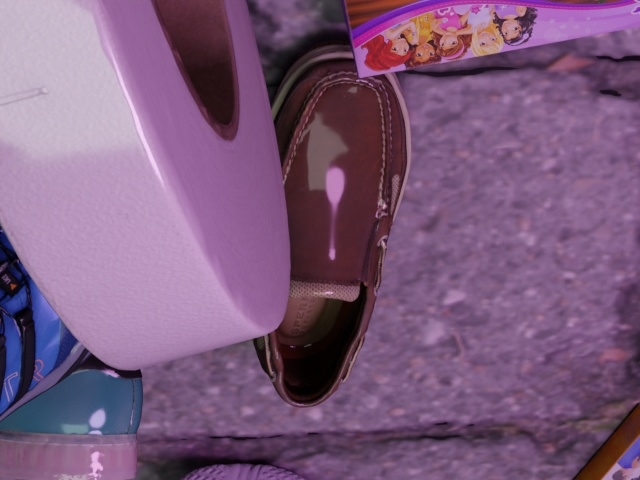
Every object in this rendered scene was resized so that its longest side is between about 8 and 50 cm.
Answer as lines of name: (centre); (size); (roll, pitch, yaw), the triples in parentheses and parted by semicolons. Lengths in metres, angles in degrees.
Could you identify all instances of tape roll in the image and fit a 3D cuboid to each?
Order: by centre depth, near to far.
tape roll: (-0.101, -0.135, 0.844); (0.072, 0.392, 0.392); (-15, 131, 7)

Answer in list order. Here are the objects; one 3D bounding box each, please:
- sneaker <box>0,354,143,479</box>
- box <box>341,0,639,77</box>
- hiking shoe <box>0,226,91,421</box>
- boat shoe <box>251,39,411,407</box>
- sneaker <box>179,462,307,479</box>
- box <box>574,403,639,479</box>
sneaker: (-0.260, 0.085, 1.226); (0.302, 0.108, 0.121); (4, 89, 9)
box: (0.145, -0.207, 1.029); (0.293, 0.057, 0.201); (-11, 132, 3)
hiking shoe: (-0.204, 0.056, 1.098); (0.113, 0.132, 0.304); (36, 83, 5)
boat shoe: (0.008, 0.000, 1.173); (0.095, 0.095, 0.257); (1, 131, -7)
sneaker: (-0.020, 0.265, 1.400); (0.268, 0.101, 0.153); (23, 123, -27)
box: (0.237, 0.184, 1.408); (0.081, 0.028, 0.136); (18, 126, -21)
